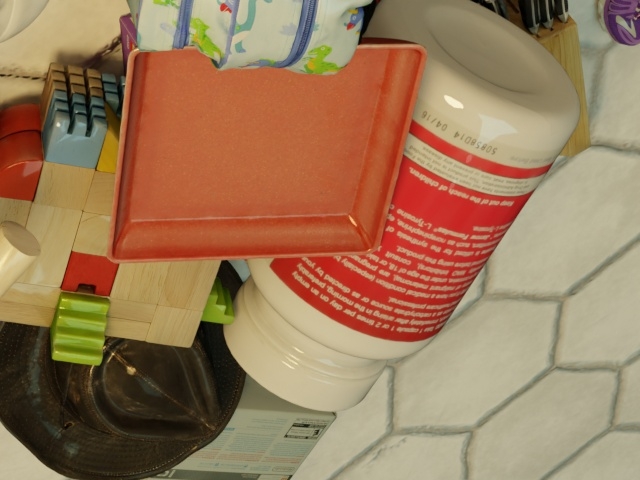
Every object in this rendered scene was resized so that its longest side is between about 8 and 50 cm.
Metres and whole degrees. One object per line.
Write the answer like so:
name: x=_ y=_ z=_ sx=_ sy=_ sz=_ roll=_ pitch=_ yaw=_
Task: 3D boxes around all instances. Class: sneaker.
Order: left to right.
sneaker: x=0.353 y=-0.275 z=2.086 sx=0.068 sy=0.071 sz=0.170 roll=-18 pitch=142 yaw=-20

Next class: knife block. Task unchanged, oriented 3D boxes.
knife block: x=0.232 y=-0.217 z=2.045 sx=0.276 sy=0.088 sz=0.242 roll=7 pitch=129 yaw=-41

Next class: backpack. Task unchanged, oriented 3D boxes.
backpack: x=-0.060 y=-0.281 z=1.530 sx=0.273 sy=0.355 sz=0.290 roll=-6 pitch=136 yaw=-31

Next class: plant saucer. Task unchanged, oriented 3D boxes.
plant saucer: x=-0.055 y=-0.088 z=1.691 sx=0.259 sy=0.047 sz=0.258 roll=-2 pitch=136 yaw=-15

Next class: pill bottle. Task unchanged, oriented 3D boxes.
pill bottle: x=0.066 y=-0.031 z=1.913 sx=0.229 sy=0.229 sz=0.407 roll=4 pitch=128 yaw=-40

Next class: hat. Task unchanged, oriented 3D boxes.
hat: x=-0.181 y=0.139 z=2.022 sx=0.331 sy=0.134 sz=0.331 roll=-14 pitch=116 yaw=-29

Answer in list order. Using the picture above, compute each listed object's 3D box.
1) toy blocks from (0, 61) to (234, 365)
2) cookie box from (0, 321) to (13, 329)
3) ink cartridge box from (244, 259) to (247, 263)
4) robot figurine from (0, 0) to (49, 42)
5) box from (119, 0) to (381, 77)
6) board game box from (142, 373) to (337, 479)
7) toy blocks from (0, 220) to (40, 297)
toy blocks: x=-0.231 y=-0.045 z=1.805 sx=0.381 sy=0.190 sz=0.261 roll=9 pitch=125 yaw=-17
cookie box: x=-0.381 y=0.076 z=1.958 sx=0.092 sy=0.040 sz=0.107 roll=-33 pitch=144 yaw=-2
ink cartridge box: x=0.000 y=0.000 z=2.137 sx=0.115 sy=0.067 sz=0.198 roll=-42 pitch=141 yaw=12
robot figurine: x=-0.336 y=-0.218 z=1.400 sx=0.353 sy=0.200 sz=0.300 roll=-23 pitch=169 yaw=-30
box: x=-0.052 y=-0.174 z=1.907 sx=0.293 sy=0.057 sz=0.201 roll=-20 pitch=142 yaw=-18
board game box: x=-0.154 y=0.282 z=2.320 sx=0.224 sy=0.097 sz=0.303 roll=11 pitch=124 yaw=-42
toy blocks: x=-0.455 y=-0.023 z=1.592 sx=0.260 sy=0.288 sz=0.309 roll=-45 pitch=143 yaw=22
